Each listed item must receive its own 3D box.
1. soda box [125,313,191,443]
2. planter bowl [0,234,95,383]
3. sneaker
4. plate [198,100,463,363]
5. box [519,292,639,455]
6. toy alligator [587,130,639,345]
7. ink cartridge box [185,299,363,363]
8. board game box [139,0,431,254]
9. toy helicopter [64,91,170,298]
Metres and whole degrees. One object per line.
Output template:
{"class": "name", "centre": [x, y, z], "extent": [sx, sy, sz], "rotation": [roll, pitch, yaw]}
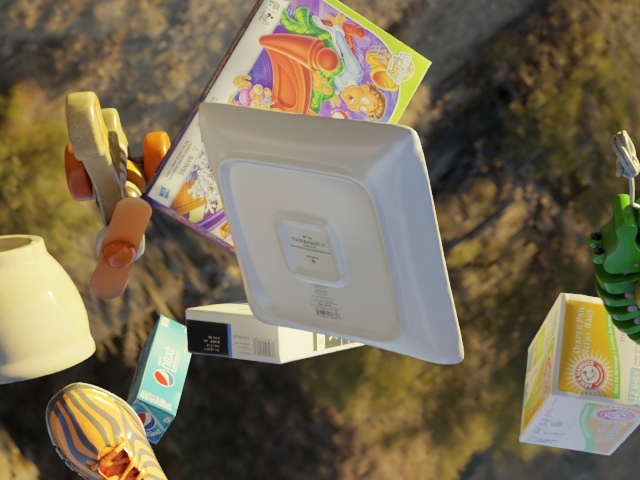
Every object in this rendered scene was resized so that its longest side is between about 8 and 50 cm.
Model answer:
{"class": "soda box", "centre": [-0.251, 0.213, 2.367], "extent": [0.071, 0.067, 0.210], "rotation": [-56, -167, 32]}
{"class": "planter bowl", "centre": [-0.289, 0.056, 1.359], "extent": [0.162, 0.109, 0.162], "rotation": [-6, -169, 1]}
{"class": "sneaker", "centre": [-0.259, 0.344, 2.153], "extent": [0.125, 0.321, 0.180], "rotation": [-40, -157, -10]}
{"class": "plate", "centre": [0.000, 0.000, 1.550], "extent": [0.277, 0.278, 0.045], "rotation": [10, -142, 36]}
{"class": "box", "centre": [0.279, 0.143, 1.595], "extent": [0.103, 0.114, 0.203], "rotation": [8, 158, 1]}
{"class": "toy alligator", "centre": [0.171, 0.010, 0.834], "extent": [0.051, 0.056, 0.189], "rotation": [-18, 135, 18]}
{"class": "ink cartridge box", "centre": [0.001, 0.100, 1.955], "extent": [0.165, 0.065, 0.333], "rotation": [2, -173, 43]}
{"class": "board game box", "centre": [-0.044, -0.145, 1.980], "extent": [0.347, 0.233, 0.078], "rotation": [-61, -167, -8]}
{"class": "toy helicopter", "centre": [-0.277, -0.073, 1.960], "extent": [0.140, 0.235, 0.355], "rotation": [-6, 159, 2]}
